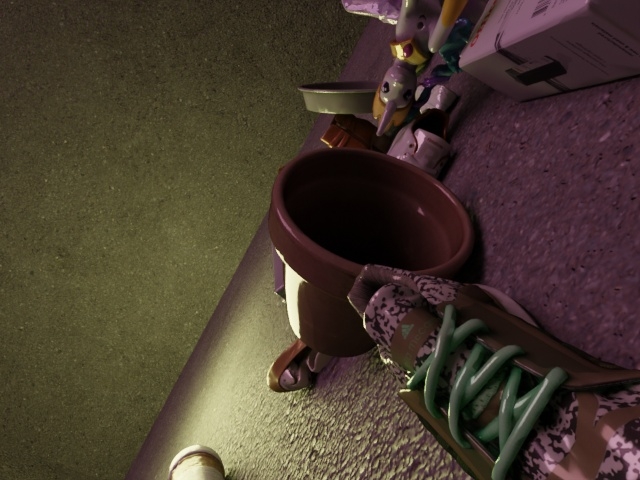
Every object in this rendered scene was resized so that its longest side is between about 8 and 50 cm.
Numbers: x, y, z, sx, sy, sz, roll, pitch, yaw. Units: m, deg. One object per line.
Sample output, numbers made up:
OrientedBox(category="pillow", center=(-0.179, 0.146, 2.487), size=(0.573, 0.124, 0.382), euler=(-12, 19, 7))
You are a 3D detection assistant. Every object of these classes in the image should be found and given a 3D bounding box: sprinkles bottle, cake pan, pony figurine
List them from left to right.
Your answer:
OrientedBox(category="sprinkles bottle", center=(-0.231, 0.510, 1.010), size=(0.121, 0.121, 0.355), euler=(-64, 13, -10))
OrientedBox(category="cake pan", center=(0.093, -0.344, 1.244), size=(0.293, 0.293, 0.054), euler=(-98, 6, -69))
OrientedBox(category="pony figurine", center=(0.165, -0.387, 0.835), size=(0.363, 0.302, 0.351), euler=(101, -173, -64))

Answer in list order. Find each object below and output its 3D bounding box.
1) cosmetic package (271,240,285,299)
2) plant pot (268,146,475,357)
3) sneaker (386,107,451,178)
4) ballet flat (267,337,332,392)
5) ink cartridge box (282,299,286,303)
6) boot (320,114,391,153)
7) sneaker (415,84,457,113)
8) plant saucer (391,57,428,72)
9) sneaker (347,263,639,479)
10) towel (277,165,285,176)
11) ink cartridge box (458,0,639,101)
OrientedBox(category="cosmetic package", center=(-0.028, 0.024, 1.106), size=(0.127, 0.107, 0.238), euler=(-35, 37, 20))
OrientedBox(category="plant pot", center=(0.047, 0.037, 0.719), size=(0.263, 0.263, 0.229), euler=(-79, 3, -51))
OrientedBox(category="sneaker", center=(0.143, -0.112, 0.868), size=(0.123, 0.106, 0.290), euler=(-46, 19, 58))
OrientedBox(category="ballet flat", center=(-0.029, 0.218, 0.939), size=(0.232, 0.080, 0.073), euler=(-57, 29, 28))
OrientedBox(category="ink cartridge box", center=(-0.020, 0.079, 1.246), size=(0.207, 0.046, 0.097), euler=(-44, 23, 52))
OrientedBox(category="boot", center=(0.066, -0.205, 1.255), size=(0.197, 0.152, 0.073), euler=(-66, 13, -17))
OrientedBox(category="sneaker", center=(0.216, -0.273, 1.041), size=(0.061, 0.053, 0.152), euler=(-63, 13, 9))
OrientedBox(category="plant saucer", center=(0.252, -0.499, 1.383), size=(0.188, 0.045, 0.188), euler=(-65, 14, -14))
OrientedBox(category="sneaker", center=(0.110, 0.107, 0.377), size=(0.158, 0.182, 0.410), euler=(-62, 13, 1))
OrientedBox(category="towel", center=(0.010, -0.076, 0.826), size=(0.237, 0.021, 0.102), euler=(-20, -64, -54))
OrientedBox(category="ink cartridge box", center=(0.300, -0.285, 0.599), size=(0.197, 0.114, 0.273), euler=(-62, 13, 2))
